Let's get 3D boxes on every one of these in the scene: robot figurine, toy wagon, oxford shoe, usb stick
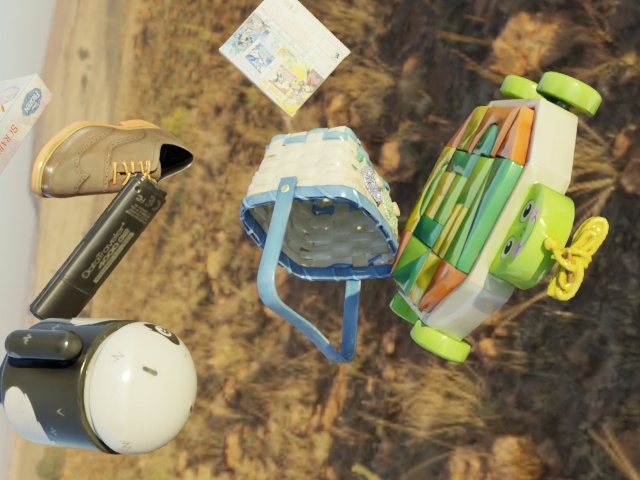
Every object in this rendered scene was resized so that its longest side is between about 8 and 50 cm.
[{"bbox_3d":[-0.292,0.183,1.130,0.278,0.209,0.173,-1,97,30],"label":"robot figurine"},{"bbox_3d":[0.155,-0.024,0.790,0.267,0.068,0.344,-64,7,6],"label":"toy wagon"},{"bbox_3d":[-0.364,-0.144,1.572,0.364,0.133,0.129,-34,-40,-58],"label":"oxford shoe"},{"bbox_3d":[-0.345,0.019,1.362,0.278,0.077,0.045,-52,45,-2],"label":"usb stick"}]

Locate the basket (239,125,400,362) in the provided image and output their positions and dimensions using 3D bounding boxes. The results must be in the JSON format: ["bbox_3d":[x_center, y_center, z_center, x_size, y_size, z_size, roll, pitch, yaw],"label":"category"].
[{"bbox_3d":[0.000,0.000,1.224,0.255,0.201,0.288,49,-134,-53],"label":"basket"}]

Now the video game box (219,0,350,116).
[{"bbox_3d":[-0.075,-0.392,1.817,0.187,0.205,0.048,-48,10,-3],"label":"video game box"}]

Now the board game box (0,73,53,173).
[{"bbox_3d":[-0.731,-0.185,1.725,0.066,0.319,0.317,61,-145,-40],"label":"board game box"}]
